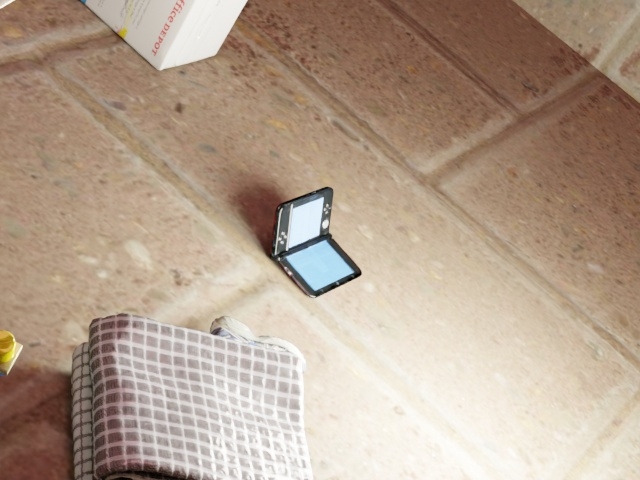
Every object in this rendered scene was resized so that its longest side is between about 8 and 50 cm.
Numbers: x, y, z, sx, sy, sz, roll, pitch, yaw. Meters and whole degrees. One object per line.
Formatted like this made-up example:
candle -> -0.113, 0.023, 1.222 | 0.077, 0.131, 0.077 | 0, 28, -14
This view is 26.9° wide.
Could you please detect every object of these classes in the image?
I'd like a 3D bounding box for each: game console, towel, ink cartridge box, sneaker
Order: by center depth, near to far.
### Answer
towel -> -0.137, 0.215, 1.523 | 0.283, 0.121, 0.235 | 16, 37, -26
sneaker -> -0.085, 0.152, 1.729 | 0.135, 0.052, 0.058 | 22, 43, -5
game console -> 0.000, 0.000, 1.968 | 0.085, 0.124, 0.144 | 19, 23, 29
ink cartridge box -> -0.261, -0.425, 2.210 | 0.232, 0.171, 0.168 | 43, 33, 13

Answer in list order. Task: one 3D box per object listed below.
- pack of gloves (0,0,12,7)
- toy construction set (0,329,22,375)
pack of gloves -> -0.566, -0.346, 1.861 | 0.232, 0.046, 0.195 | -36, 80, -16
toy construction set -> -0.485, 0.073, 1.373 | 0.327, 0.151, 0.215 | 39, 56, 23
